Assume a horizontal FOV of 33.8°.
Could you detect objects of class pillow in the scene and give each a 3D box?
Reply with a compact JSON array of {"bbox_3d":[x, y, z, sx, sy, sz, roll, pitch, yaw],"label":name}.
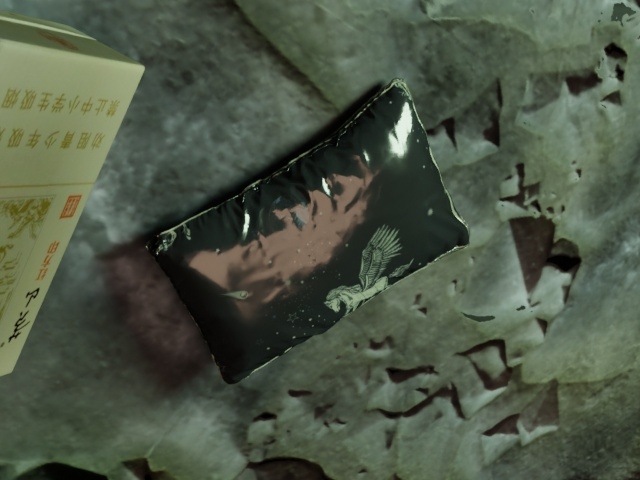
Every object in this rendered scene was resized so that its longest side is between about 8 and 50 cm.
[{"bbox_3d":[0.000,0.000,0.712,0.208,0.055,0.141,-34,120,-14],"label":"pillow"}]

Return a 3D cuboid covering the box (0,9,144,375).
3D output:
[{"bbox_3d":[-0.181,-0.017,0.539,0.201,0.058,0.141,-65,165,13],"label":"box"}]
